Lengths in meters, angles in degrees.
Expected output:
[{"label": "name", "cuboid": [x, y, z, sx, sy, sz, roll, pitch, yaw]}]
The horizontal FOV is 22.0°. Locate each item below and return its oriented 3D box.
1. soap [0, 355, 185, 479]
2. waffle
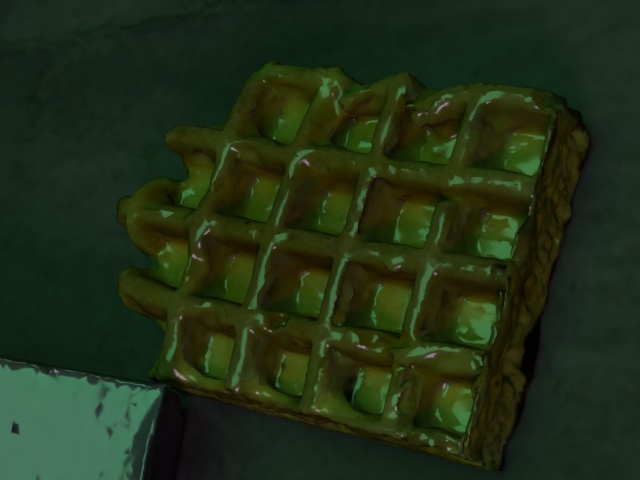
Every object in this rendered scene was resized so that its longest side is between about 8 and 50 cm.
[{"label": "soap", "cuboid": [-0.203, 0.132, 0.722, 0.259, 0.081, 0.181, 8, 76, 7]}, {"label": "waffle", "cuboid": [0.000, 0.000, 0.731, 0.211, 0.055, 0.160, 12, 79, 31]}]
